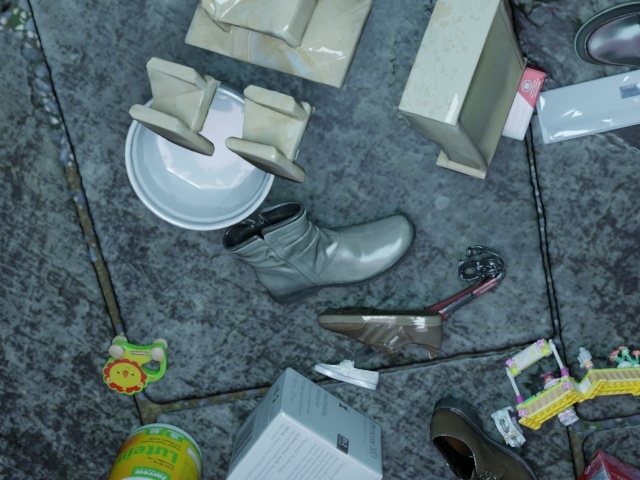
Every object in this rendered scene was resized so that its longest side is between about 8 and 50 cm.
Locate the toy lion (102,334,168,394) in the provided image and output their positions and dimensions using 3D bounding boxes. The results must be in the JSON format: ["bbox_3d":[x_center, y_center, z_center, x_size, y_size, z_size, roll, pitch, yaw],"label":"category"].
[{"bbox_3d":[-0.285,0.195,1.730,0.100,0.034,0.096,3,118,2],"label":"toy lion"}]

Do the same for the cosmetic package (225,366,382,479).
[{"bbox_3d":[-0.021,0.322,1.696,0.183,0.151,0.151,33,108,-10],"label":"cosmetic package"}]

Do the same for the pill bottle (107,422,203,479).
[{"bbox_3d":[-0.259,0.391,1.685,0.136,0.246,0.136,1,111,3],"label":"pill bottle"}]

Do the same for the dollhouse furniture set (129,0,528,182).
[{"bbox_3d":[0.033,-0.239,1.409,0.394,0.256,0.362,19,86,19],"label":"dollhouse furniture set"}]

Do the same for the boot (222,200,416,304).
[{"bbox_3d":[0.000,0.000,1.574,0.246,0.083,0.161,-22,139,12],"label":"boot"}]

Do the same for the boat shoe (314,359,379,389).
[{"bbox_3d":[0.041,0.198,1.712,0.100,0.035,0.035,16,83,1],"label":"boat shoe"}]

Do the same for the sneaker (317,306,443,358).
[{"bbox_3d":[0.085,0.138,1.645,0.188,0.066,0.071,1,98,21],"label":"sneaker"}]

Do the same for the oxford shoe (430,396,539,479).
[{"bbox_3d":[0.246,0.348,1.712,0.227,0.096,0.083,40,131,-10],"label":"oxford shoe"}]

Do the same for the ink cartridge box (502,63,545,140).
[{"bbox_3d":[0.224,-0.205,1.533,0.135,0.056,0.099,16,110,-3],"label":"ink cartridge box"}]

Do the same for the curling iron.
[{"bbox_3d":[0.161,0.098,1.666,0.274,0.035,0.068,-39,83,21],"label":"curling iron"}]

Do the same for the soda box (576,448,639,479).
[{"bbox_3d":[0.525,0.429,1.736,0.263,0.092,0.083,28,110,-7],"label":"soda box"}]

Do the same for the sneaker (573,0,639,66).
[{"bbox_3d":[0.447,-0.267,1.464,0.222,0.118,0.083,-9,110,6],"label":"sneaker"}]

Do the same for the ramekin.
[{"bbox_3d":[-0.159,-0.127,1.558,0.207,0.109,0.207,1,110,3],"label":"ramekin"}]

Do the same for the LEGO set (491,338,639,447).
[{"bbox_3d":[0.383,0.200,1.675,0.287,0.107,0.132,-23,142,7],"label":"LEGO set"}]

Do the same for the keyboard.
[{"bbox_3d":[0.425,-0.194,1.531,0.256,0.014,0.072,-12,85,12],"label":"keyboard"}]
